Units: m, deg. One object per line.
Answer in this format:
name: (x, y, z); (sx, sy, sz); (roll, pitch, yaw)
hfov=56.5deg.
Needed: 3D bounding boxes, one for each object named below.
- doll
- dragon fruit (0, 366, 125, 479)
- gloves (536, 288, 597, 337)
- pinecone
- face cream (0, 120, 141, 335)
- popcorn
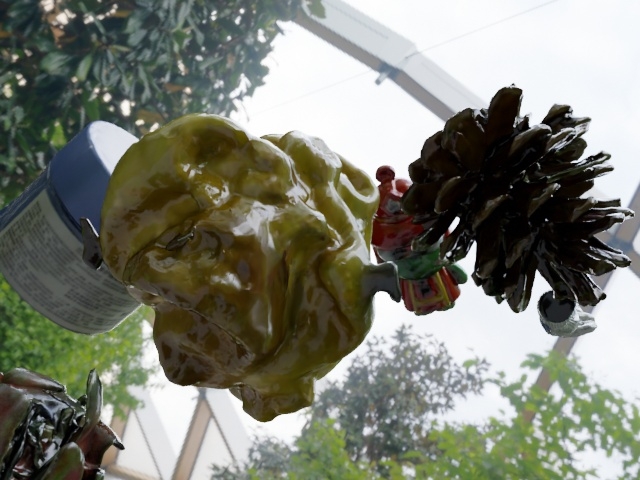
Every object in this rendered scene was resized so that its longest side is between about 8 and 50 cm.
doll: (0.197, -0.005, 1.292); (0.182, 0.160, 0.363); (-14, -60, 21)
dragon fruit: (-0.225, 0.172, 0.372); (0.182, 0.189, 0.182); (8, -33, 5)
gloves: (0.484, 0.135, 1.172); (0.097, 0.119, 0.229); (13, -5, 42)
pinecone: (0.342, -0.046, 0.995); (0.384, 0.384, 0.385); (22, -40, 19)
face cream: (-0.326, -0.016, 0.895); (0.225, 0.249, 0.249); (-39, -75, 8)
popcorn: (-0.051, 0.033, 0.600); (0.280, 0.315, 0.298); (0, -89, 30)
